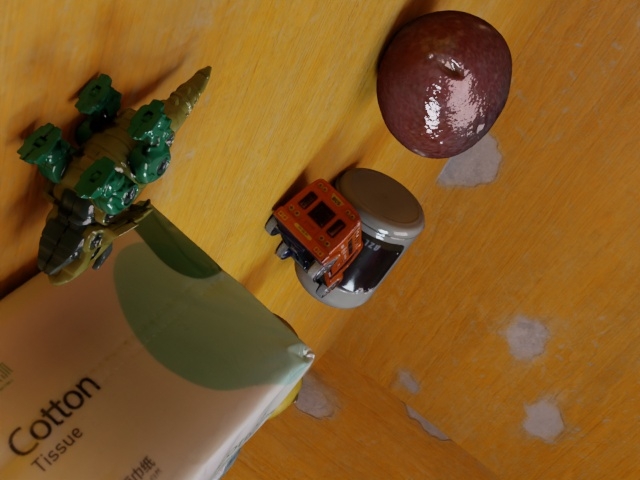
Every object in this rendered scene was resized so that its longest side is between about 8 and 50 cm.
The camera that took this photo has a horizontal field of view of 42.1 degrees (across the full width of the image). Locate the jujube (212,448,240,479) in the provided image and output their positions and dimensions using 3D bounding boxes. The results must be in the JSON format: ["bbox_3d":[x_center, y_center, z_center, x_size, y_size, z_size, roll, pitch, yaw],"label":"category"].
[{"bbox_3d":[-0.263,0.305,1.258,0.308,0.215,0.246,-30,121,-37],"label":"jujube"}]

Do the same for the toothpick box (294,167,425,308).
[{"bbox_3d":[0.069,0.009,1.861,0.229,0.229,0.316,-39,165,-54],"label":"toothpick box"}]

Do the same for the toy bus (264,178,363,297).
[{"bbox_3d":[0.000,0.000,1.619,0.153,0.143,0.329,-43,168,-8],"label":"toy bus"}]

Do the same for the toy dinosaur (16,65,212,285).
[{"bbox_3d":[-0.170,-0.082,0.736,0.259,0.094,0.153,-58,173,-21],"label":"toy dinosaur"}]

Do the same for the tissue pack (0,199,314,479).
[{"bbox_3d":[-0.216,0.163,0.842,0.356,0.266,0.194,-44,172,-43],"label":"tissue pack"}]

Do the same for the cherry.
[{"bbox_3d":[0.211,-0.278,1.458,0.261,0.221,0.307,-62,157,3],"label":"cherry"}]

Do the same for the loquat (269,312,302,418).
[{"bbox_3d":[-0.136,0.251,1.661,0.244,0.244,0.244,-51,170,-12],"label":"loquat"}]
